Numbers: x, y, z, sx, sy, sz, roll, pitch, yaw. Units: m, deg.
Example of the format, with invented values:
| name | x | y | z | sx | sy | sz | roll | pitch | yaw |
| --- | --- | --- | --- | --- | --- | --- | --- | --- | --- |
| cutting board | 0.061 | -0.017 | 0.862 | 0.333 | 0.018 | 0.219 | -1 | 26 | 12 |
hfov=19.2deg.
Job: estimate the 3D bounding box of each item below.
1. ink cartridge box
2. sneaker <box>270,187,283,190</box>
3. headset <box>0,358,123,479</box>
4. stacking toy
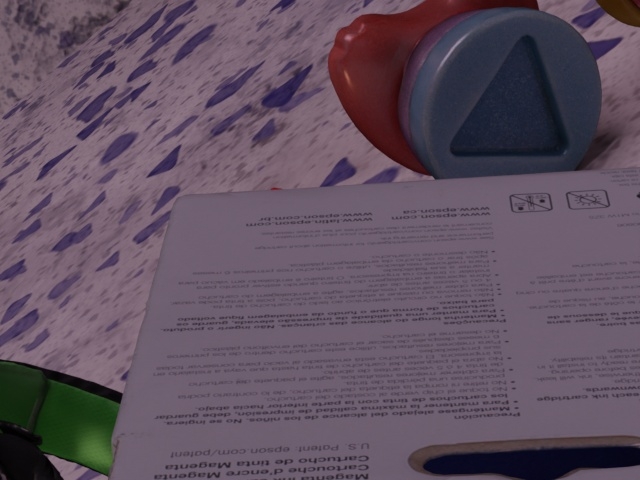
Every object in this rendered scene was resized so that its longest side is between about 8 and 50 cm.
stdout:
| name | x | y | z | sx | sy | sz | roll | pitch | yaw |
| --- | --- | --- | --- | --- | --- | --- | --- | --- | --- |
| ink cartridge box | 0.083 | 0.059 | 0.814 | 0.324 | 0.071 | 0.330 | -3 | 25 | 3 |
| sneaker | 0.000 | 0.000 | 1.225 | 0.087 | 0.128 | 0.221 | -36 | 19 | 6 |
| headset | -0.111 | 0.141 | 0.914 | 0.185 | 0.243 | 0.394 | -69 | 27 | 17 |
| stacking toy | 0.144 | -0.184 | 1.192 | 0.309 | 0.279 | 0.130 | -39 | 30 | -8 |
